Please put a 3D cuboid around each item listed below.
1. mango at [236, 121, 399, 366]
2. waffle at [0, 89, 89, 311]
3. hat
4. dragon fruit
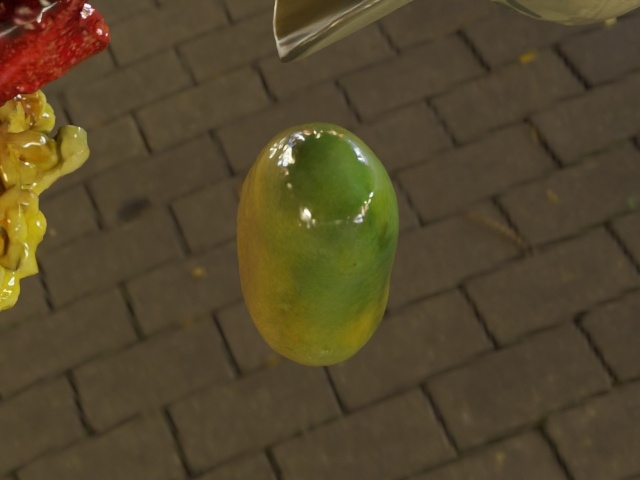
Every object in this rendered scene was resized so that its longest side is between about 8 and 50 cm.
[{"bbox_3d":[-0.003,-0.005,1.115,0.091,0.237,0.137,-13,63,-17],"label":"mango"},{"bbox_3d":[-0.246,-0.016,0.925,0.238,0.058,0.243,24,67,26],"label":"waffle"},{"bbox_3d":[0.103,-0.156,1.080,0.245,0.149,0.214,-41,19,11],"label":"hat"},{"bbox_3d":[-0.190,-0.095,0.765,0.192,0.122,0.092,-20,80,10],"label":"dragon fruit"}]
